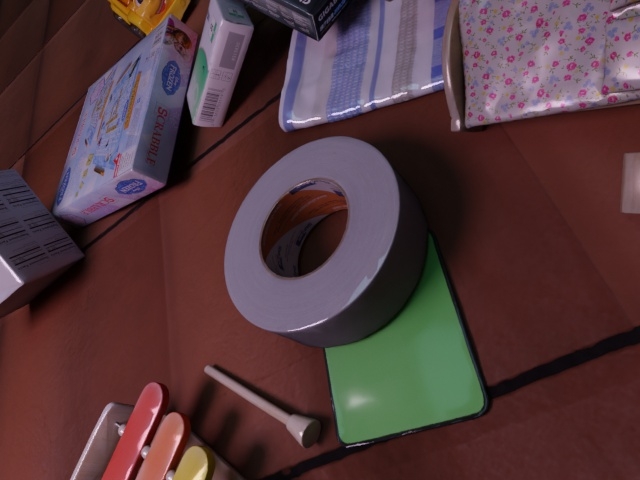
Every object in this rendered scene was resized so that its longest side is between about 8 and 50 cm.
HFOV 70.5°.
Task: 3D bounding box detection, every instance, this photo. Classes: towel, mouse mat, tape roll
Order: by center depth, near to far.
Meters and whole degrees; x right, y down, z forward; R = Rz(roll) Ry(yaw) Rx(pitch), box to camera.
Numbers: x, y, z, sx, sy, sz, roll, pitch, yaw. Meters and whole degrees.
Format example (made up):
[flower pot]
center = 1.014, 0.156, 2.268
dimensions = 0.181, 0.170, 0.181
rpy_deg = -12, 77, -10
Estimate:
[mouse mat]
center = 0.066, 0.092, 0.449
dimensions = 0.153, 0.007, 0.189
rpy_deg = -25, 57, 24
[tape roll]
center = 0.000, 0.000, 0.489
dimensions = 0.219, 0.072, 0.219
rpy_deg = -18, 56, 28
[towel]
center = 0.069, -0.260, 0.591
dimensions = 0.285, 0.034, 0.209
rpy_deg = -6, 67, 34

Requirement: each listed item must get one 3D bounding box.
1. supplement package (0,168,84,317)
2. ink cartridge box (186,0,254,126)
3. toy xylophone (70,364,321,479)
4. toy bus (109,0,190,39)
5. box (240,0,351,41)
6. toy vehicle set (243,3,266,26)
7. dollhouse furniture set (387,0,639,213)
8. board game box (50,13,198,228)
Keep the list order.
[supplement package]
center = -0.586, 0.018, 0.802
dimensions = 0.194, 0.149, 0.203
rpy_deg = -33, 97, 19
[ink cartridge box]
center = -0.181, -0.325, 0.738
dimensions = 0.181, 0.056, 0.224
rpy_deg = -58, 44, 41
[toy xylophone]
center = -0.131, 0.260, 0.466
dimensions = 0.323, 0.081, 0.236
rpy_deg = 7, 73, 37
[toy bus]
center = -0.406, -0.543, 0.949
dimensions = 0.149, 0.211, 0.220
rpy_deg = -50, 51, 5
[box]
center = -0.038, -0.393, 0.619
dimensions = 0.220, 0.051, 0.175
rpy_deg = 35, 83, 18
[toy vehicle set]
center = -0.058, -0.505, 0.792
dimensions = 0.267, 0.035, 0.166
rpy_deg = -33, 54, 20
[dollhouse furniture set]
center = 0.116, -0.196, 0.379
dimensions = 0.303, 0.174, 0.355
rpy_deg = 7, 103, 52
[board game box]
center = -0.369, -0.208, 0.842
dimensions = 0.318, 0.066, 0.318
rpy_deg = -14, 62, 38
